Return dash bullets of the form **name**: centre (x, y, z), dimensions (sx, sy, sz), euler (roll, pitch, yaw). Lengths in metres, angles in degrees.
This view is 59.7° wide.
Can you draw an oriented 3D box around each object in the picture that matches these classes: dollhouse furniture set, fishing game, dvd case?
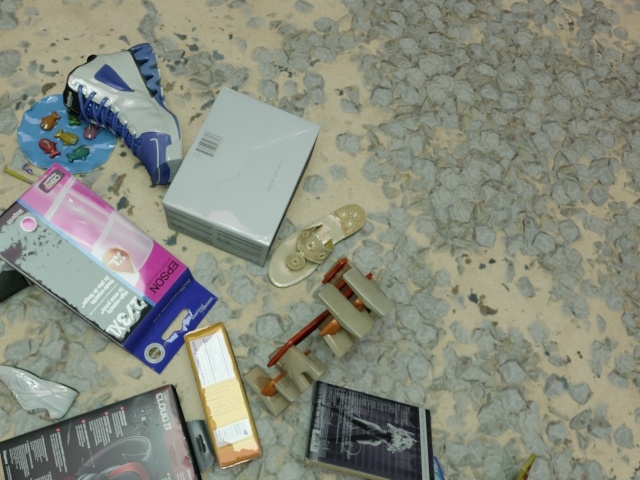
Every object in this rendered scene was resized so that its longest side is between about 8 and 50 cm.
- **dollhouse furniture set**: centre (0.003, 0.137, 0.961), dimensions (0.135, 0.262, 0.259), euler (47, 37, 10)
- **fishing game**: centre (-0.498, -0.218, 1.096), dimensions (0.189, 0.041, 0.264), euler (30, 69, -1)
- **dvd case**: centre (0.088, 0.337, 0.968), dimensions (0.221, 0.018, 0.164), euler (15, 35, -3)

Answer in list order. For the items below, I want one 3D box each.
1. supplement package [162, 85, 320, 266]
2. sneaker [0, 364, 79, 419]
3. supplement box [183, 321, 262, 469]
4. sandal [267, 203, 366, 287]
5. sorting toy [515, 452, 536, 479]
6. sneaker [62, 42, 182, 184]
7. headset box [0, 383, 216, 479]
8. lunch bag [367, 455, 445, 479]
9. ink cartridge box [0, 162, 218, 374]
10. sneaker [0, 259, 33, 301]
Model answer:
- **supplement package**: centre (-0.147, -0.118, 1.063), dimensions (0.204, 0.145, 0.262), euler (22, 69, -2)
- **sneaker**: centre (-0.487, 0.250, 0.929), dimensions (0.152, 0.053, 0.061), euler (23, 72, -2)
- **supplement box**: centre (-0.168, 0.265, 0.965), dimensions (0.080, 0.078, 0.233), euler (-15, 74, -11)
- **sandal**: centre (-0.004, -0.005, 1.083), dimensions (0.240, 0.079, 0.088), euler (-36, 80, -19)
- **sorting toy**: centre (0.273, 0.471, 0.947), dimensions (0.046, 0.132, 0.274), euler (30, 61, 34)
- **sneaker**: centre (-0.383, -0.239, 1.063), dimensions (0.182, 0.127, 0.315), euler (-12, 66, -26)
- **headset box**: centre (-0.317, 0.372, 0.884), dimensions (0.293, 0.110, 0.218), euler (-17, 75, -15)
- **lunch bag**: centre (0.148, 0.437, 0.951), dimensions (0.129, 0.096, 0.151), euler (6, 41, -8)
- **ink cartridge box**: centre (-0.367, 0.053, 0.964), dimensions (0.371, 0.069, 0.176), euler (41, 68, -13)
- **sneaker**: centre (-0.470, 0.040, 0.989), dimensions (0.132, 0.086, 0.228), euler (34, 68, 1)
